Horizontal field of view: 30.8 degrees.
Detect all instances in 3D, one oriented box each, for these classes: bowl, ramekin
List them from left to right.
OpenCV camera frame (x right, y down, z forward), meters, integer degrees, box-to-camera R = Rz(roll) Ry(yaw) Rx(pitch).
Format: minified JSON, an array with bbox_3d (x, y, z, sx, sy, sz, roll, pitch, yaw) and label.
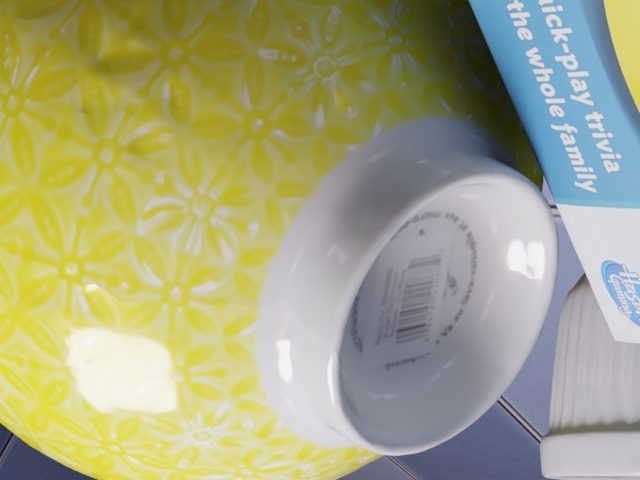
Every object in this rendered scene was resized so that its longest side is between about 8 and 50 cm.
[{"bbox_3d":[0.000,0.000,0.472,0.156,0.289,0.289,32,169,44],"label":"bowl"},{"bbox_3d":[0.218,0.071,0.603,0.207,0.109,0.207,2,167,0],"label":"ramekin"}]

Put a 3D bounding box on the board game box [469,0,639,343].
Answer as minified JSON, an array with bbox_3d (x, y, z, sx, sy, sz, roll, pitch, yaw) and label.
[{"bbox_3d":[0.197,-0.072,0.304,0.336,0.079,0.254,3,132,47],"label":"board game box"}]
